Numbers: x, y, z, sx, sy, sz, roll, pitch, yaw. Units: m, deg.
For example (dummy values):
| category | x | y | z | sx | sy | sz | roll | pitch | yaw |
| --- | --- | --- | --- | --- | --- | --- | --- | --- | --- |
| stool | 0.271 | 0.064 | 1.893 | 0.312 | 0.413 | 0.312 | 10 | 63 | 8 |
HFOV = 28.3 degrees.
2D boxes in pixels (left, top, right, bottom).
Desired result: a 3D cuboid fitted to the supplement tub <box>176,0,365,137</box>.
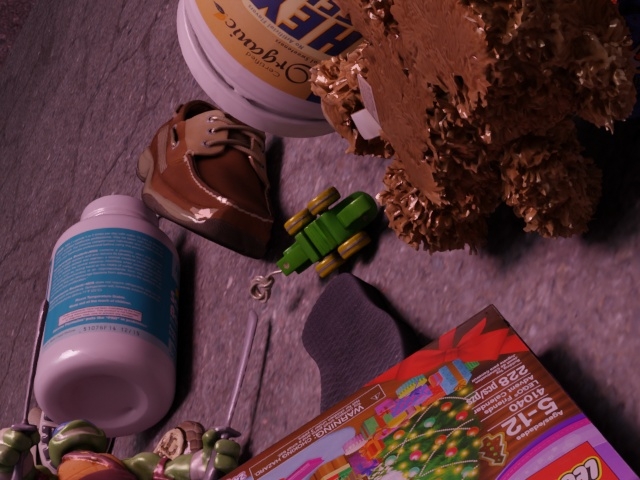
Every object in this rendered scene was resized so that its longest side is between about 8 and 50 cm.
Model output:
| category | x | y | z | sx | sy | sz | roll | pitch | yaw |
| --- | --- | --- | --- | --- | --- | --- | --- | --- | --- |
| supplement tub | 0.025 | -0.232 | 0.975 | 0.316 | 0.228 | 0.228 | 135 | 148 | -58 |

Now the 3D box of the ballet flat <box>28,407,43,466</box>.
| category | x | y | z | sx | sy | sz | roll | pitch | yaw |
| --- | --- | --- | --- | --- | --- | --- | --- | --- | --- |
| ballet flat | -0.344 | 0.279 | 1.603 | 0.052 | 0.057 | 0.168 | -25 | 45 | 19 |

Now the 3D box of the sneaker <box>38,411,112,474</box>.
| category | x | y | z | sx | sy | sz | roll | pitch | yaw |
| --- | --- | --- | --- | --- | --- | --- | --- | --- | --- |
| sneaker | -0.285 | 0.147 | 1.513 | 0.110 | 0.107 | 0.275 | 145 | 141 | -67 |

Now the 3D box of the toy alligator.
| category | x | y | z | sx | sy | sz | roll | pitch | yaw |
| --- | --- | --- | --- | --- | --- | --- | --- | --- | --- |
| toy alligator | 0.000 | 0.000 | 1.086 | 0.051 | 0.056 | 0.189 | -33 | -5 | -40 |

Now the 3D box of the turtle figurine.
| category | x | y | z | sx | sy | sz | roll | pitch | yaw |
| --- | --- | --- | --- | --- | --- | --- | --- | --- | --- |
| turtle figurine | -0.166 | 0.200 | 1.063 | 0.275 | 0.198 | 0.266 | -46 | 44 | 14 |

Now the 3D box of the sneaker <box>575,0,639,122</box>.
| category | x | y | z | sx | sy | sz | roll | pitch | yaw |
| --- | --- | --- | --- | --- | --- | --- | --- | --- | --- |
| sneaker | 0.195 | -0.134 | 0.725 | 0.221 | 0.087 | 0.083 | -26 | 47 | 57 |

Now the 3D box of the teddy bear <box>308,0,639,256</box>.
| category | x | y | z | sx | sy | sz | roll | pitch | yaw |
| --- | --- | --- | --- | --- | --- | --- | --- | --- | --- |
| teddy bear | 0.086 | -0.101 | 0.772 | 0.245 | 0.113 | 0.338 | 52 | 163 | 24 |

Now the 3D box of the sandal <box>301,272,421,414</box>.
| category | x | y | z | sx | sy | sz | roll | pitch | yaw |
| --- | --- | --- | --- | --- | --- | --- | --- | --- | --- |
| sandal | 0.041 | 0.092 | 0.926 | 0.097 | 0.054 | 0.254 | -54 | 17 | 14 |

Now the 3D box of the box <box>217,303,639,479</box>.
| category | x | y | z | sx | sy | sz | roll | pitch | yaw |
| --- | --- | --- | --- | --- | --- | --- | --- | --- | --- |
| box | 0.021 | 0.174 | 0.699 | 0.293 | 0.057 | 0.201 | -33 | 29 | 0 |

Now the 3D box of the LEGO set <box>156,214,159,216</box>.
| category | x | y | z | sx | sy | sz | roll | pitch | yaw |
| --- | --- | --- | --- | --- | --- | --- | --- | --- | --- |
| LEGO set | -0.223 | -0.026 | 1.614 | 0.054 | 0.023 | 0.083 | -54 | 27 | 30 |

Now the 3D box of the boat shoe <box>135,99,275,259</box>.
| category | x | y | z | sx | sy | sz | roll | pitch | yaw |
| --- | --- | --- | --- | --- | --- | --- | --- | --- | --- |
| boat shoe | -0.115 | -0.079 | 1.310 | 0.120 | 0.122 | 0.324 | -62 | 25 | 7 |

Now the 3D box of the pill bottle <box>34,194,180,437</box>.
| category | x | y | z | sx | sy | sz | roll | pitch | yaw |
| --- | --- | --- | --- | --- | --- | --- | --- | --- | --- |
| pill bottle | -0.227 | 0.072 | 1.388 | 0.146 | 0.146 | 0.264 | -50 | 30 | 36 |

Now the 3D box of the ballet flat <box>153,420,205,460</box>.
| category | x | y | z | sx | sy | sz | roll | pitch | yaw |
| --- | --- | --- | --- | --- | --- | --- | --- | --- | --- |
| ballet flat | -0.169 | 0.286 | 1.191 | 0.084 | 0.058 | 0.250 | 16 | 85 | 66 |
